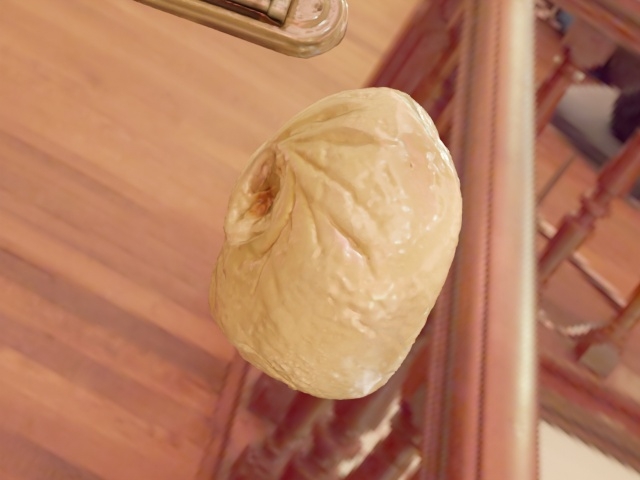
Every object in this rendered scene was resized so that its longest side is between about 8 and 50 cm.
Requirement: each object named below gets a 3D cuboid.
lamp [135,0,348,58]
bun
[{"bbox_3d":[-0.056,-0.270,0.817,0.203,0.283,0.124,10,28,-9],"label":"lamp"},{"bbox_3d":[0.000,0.000,1.093,0.153,0.244,0.244,24,30,-14],"label":"bun"}]
